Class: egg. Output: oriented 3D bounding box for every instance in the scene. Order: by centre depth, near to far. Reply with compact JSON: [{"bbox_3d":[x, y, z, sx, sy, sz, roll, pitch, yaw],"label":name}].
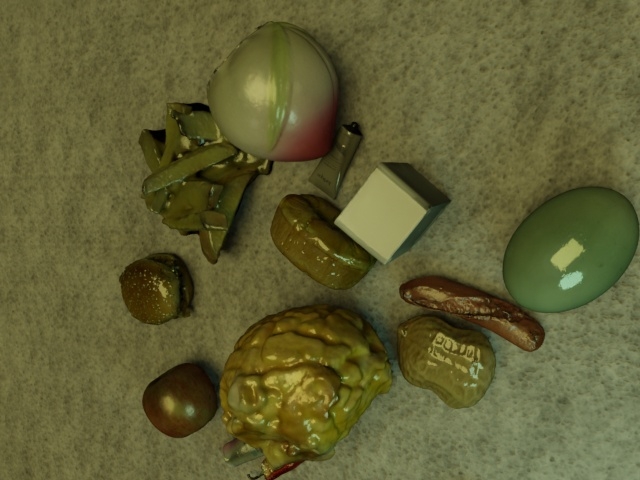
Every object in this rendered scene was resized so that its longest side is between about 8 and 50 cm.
[{"bbox_3d":[0.482,0.020,1.130,0.203,0.203,0.283,44,106,12],"label":"egg"}]

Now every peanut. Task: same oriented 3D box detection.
[{"bbox_3d":[0.270,0.262,1.294,0.232,0.110,0.197,23,117,20],"label":"peanut"}]

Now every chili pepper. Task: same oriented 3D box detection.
[{"bbox_3d":[-0.089,0.576,1.521,0.268,0.050,0.059,-36,52,20],"label":"chili pepper"}]

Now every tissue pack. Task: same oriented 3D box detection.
[{"bbox_3d":[0.161,-0.062,1.233,0.136,0.246,0.159,42,109,12],"label":"tissue pack"}]

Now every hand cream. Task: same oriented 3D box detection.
[{"bbox_3d":[0.041,-0.196,1.377,0.087,0.054,0.186,37,115,19],"label":"hand cream"},{"bbox_3d":[-0.115,0.506,1.514,0.312,0.070,0.111,-32,83,19],"label":"hand cream"}]

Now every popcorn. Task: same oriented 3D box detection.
[{"bbox_3d":[-0.048,0.305,1.311,0.354,0.344,0.390,33,76,38],"label":"popcorn"}]

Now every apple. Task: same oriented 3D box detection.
[{"bbox_3d":[-0.369,0.427,1.544,0.188,0.188,0.174,-33,90,23],"label":"apple"}]

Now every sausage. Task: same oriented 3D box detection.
[{"bbox_3d":[0.331,0.149,1.277,0.326,0.079,0.087,22,89,18],"label":"sausage"}]

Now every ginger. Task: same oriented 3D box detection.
[{"bbox_3d":[-0.319,-0.172,1.445,0.358,0.211,0.413,-44,79,19],"label":"ginger"}]

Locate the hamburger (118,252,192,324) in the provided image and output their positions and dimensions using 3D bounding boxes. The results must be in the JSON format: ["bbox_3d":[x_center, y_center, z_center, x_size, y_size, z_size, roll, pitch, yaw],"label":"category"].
[{"bbox_3d":[-0.460,0.134,1.584,0.215,0.122,0.190,2,99,25],"label":"hamburger"}]

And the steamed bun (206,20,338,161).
[{"bbox_3d":[-0.078,-0.302,1.295,0.309,0.309,0.310,3,97,22],"label":"steamed bun"}]

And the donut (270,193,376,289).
[{"bbox_3d":[0.000,0.000,1.330,0.261,0.208,0.128,41,110,18],"label":"donut"}]
